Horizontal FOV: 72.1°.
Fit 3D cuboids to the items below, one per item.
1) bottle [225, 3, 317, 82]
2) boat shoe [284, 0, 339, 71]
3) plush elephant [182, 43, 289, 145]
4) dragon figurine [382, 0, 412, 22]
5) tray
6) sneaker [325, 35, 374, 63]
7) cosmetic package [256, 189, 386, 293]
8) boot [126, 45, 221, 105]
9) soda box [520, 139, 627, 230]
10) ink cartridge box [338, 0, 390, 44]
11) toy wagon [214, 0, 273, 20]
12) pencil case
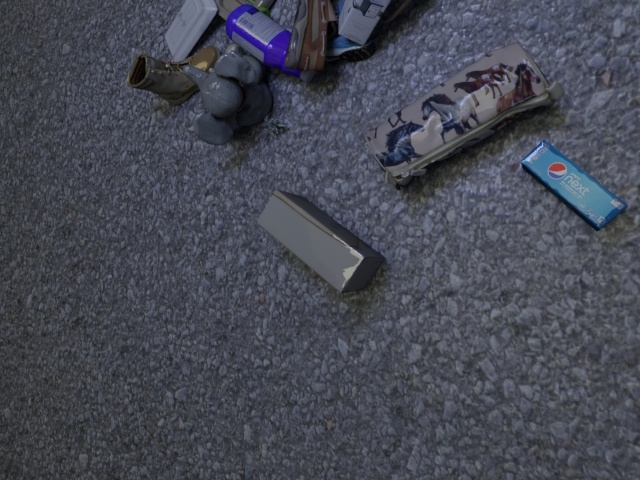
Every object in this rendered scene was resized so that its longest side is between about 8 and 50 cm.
[{"bbox_3d":[-0.133,-0.559,1.261,0.283,0.092,0.118,36,62,6],"label":"bottle"},{"bbox_3d":[-0.012,-0.589,1.188,0.116,0.123,0.324,14,76,-11],"label":"boat shoe"},{"bbox_3d":[-0.274,-0.421,1.267,0.330,0.255,0.272,41,106,23],"label":"plush elephant"},{"bbox_3d":[0.268,-0.665,1.088,0.085,0.144,0.289,38,124,22],"label":"dragon figurine"},{"bbox_3d":[-0.445,-0.723,1.468,0.270,0.030,0.145,-35,71,36],"label":"tray"},{"bbox_3d":[0.070,-0.534,1.201,0.162,0.063,0.073,7,88,28],"label":"sneaker"},{"bbox_3d":[0.000,0.000,1.157,0.309,0.160,0.113,37,104,23],"label":"cosmetic package"},{"bbox_3d":[-0.465,-0.550,1.403,0.262,0.203,0.095,-28,76,25],"label":"boot"},{"bbox_3d":[0.529,-0.117,0.930,0.067,0.071,0.210,-47,68,17],"label":"soda box"},{"bbox_3d":[0.121,-0.616,1.095,0.190,0.082,0.139,129,149,-52],"label":"ink cartridge box"},{"bbox_3d":[-0.197,-0.830,1.354,0.267,0.068,0.344,45,107,22],"label":"toy wagon"},{"bbox_3d":[0.310,-0.275,1.003,0.410,0.160,0.183,-28,58,24],"label":"pencil case"}]
